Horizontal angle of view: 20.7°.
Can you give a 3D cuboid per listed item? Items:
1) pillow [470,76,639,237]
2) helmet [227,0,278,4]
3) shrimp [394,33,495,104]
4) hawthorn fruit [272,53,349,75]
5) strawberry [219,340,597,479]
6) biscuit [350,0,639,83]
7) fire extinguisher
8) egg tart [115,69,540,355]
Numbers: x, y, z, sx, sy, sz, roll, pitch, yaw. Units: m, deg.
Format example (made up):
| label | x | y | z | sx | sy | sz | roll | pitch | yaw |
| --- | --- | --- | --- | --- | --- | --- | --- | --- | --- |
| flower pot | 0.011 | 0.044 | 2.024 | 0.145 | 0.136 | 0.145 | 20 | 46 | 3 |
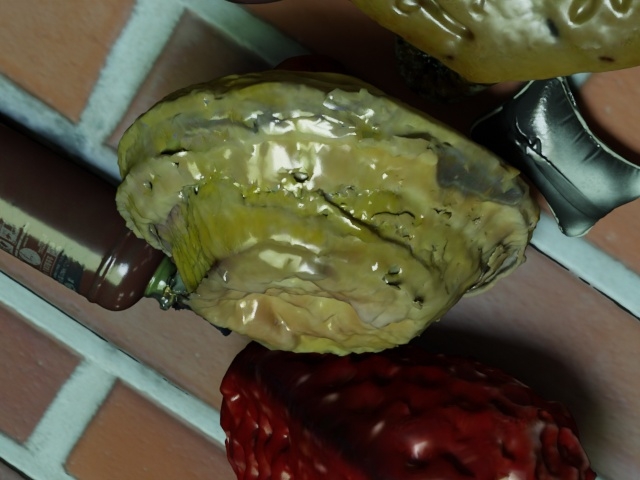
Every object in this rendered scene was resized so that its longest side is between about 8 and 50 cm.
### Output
| label | x | y | z | sx | sy | sz | roll | pitch | yaw |
| --- | --- | --- | --- | --- | --- | --- | --- | --- | --- |
| pillow | 0.190 | -0.068 | 1.376 | 0.136 | 0.055 | 0.091 | 43 | 100 | -15 |
| helmet | -0.045 | -0.224 | 1.348 | 0.123 | 0.070 | 0.098 | -2 | 125 | 28 |
| shrimp | 0.122 | -0.156 | 1.348 | 0.161 | 0.034 | 0.091 | -18 | 116 | 36 |
| hawthorn fruit | -0.016 | -0.107 | 1.429 | 0.081 | 0.081 | 0.093 | 42 | 150 | -11 |
| strawberry | 0.060 | 0.209 | 1.551 | 0.345 | 0.295 | 0.317 | 44 | 161 | 33 |
| biscuit | 0.133 | -0.267 | 1.224 | 0.359 | 0.046 | 0.359 | 11 | 123 | 18 |
| fire extinguisher | -0.226 | -0.009 | 1.601 | 0.344 | 0.102 | 0.138 | 30 | 166 | -1 |
| egg tart | 0.000 | 0.000 | 1.390 | 0.352 | 0.150 | 0.352 | 7 | 153 | 4 |
